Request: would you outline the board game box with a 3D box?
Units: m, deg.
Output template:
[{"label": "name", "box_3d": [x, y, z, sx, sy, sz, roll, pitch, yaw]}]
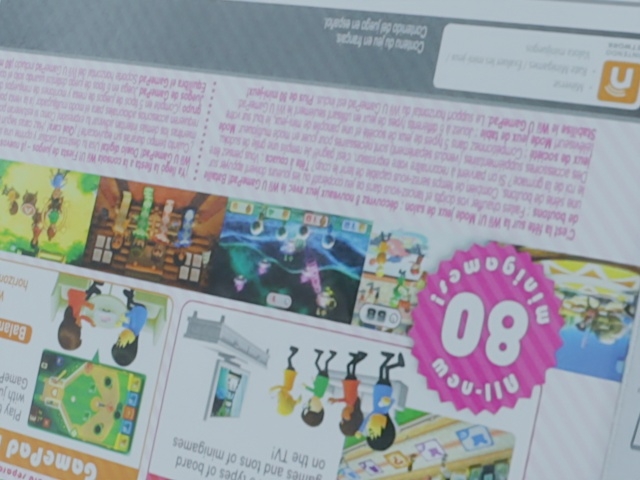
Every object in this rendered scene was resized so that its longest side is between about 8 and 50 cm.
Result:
[{"label": "board game box", "box_3d": [0.000, 0.000, 0.418, 0.224, 0.303, 0.097, 11, 177, 36]}]
